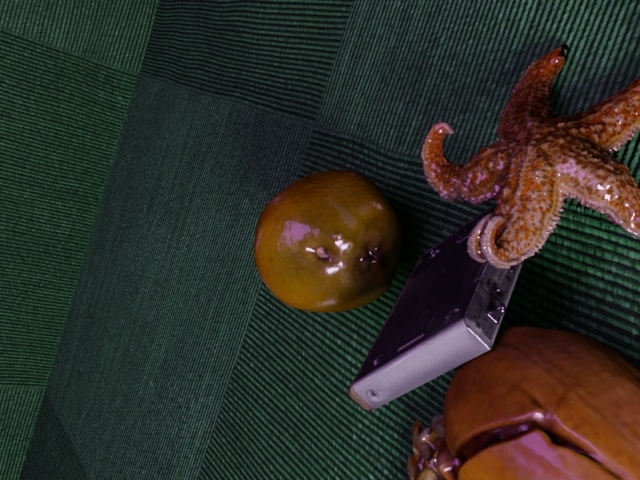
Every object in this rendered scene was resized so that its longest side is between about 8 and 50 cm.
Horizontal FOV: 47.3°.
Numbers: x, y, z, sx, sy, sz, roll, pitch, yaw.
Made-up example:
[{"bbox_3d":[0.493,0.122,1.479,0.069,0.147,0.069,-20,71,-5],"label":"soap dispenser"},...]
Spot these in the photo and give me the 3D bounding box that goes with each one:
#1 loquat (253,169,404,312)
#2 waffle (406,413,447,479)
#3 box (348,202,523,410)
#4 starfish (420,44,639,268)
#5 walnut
[{"bbox_3d":[0.000,0.000,1.053,0.246,0.214,0.213,12,89,53],"label":"loquat"},{"bbox_3d":[0.167,0.302,0.842,0.204,0.054,0.223,-18,64,51],"label":"waffle"},{"bbox_3d":[0.146,0.058,0.824,0.211,0.045,0.270,-40,8,43],"label":"box"},{"bbox_3d":[0.258,-0.095,0.774,0.303,0.113,0.312,-34,45,3],"label":"starfish"},{"bbox_3d":[0.246,0.209,0.646,0.336,0.209,0.208,34,107,45],"label":"walnut"}]
